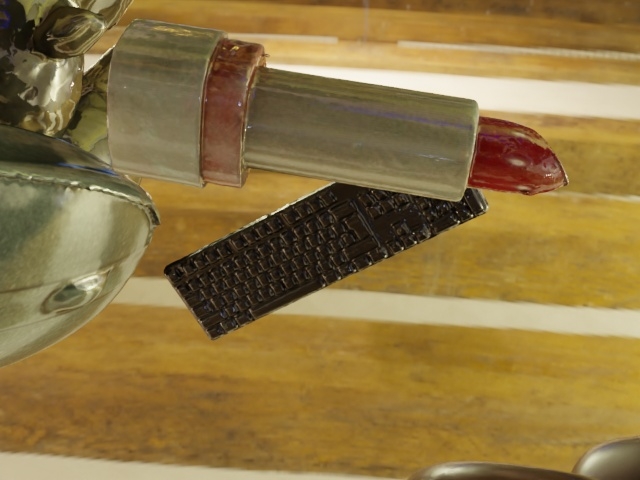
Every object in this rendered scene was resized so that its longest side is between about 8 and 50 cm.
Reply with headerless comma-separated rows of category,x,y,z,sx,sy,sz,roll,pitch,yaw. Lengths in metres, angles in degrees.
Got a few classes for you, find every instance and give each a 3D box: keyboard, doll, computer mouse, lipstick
keyboard,0.000,0.000,0.589,0.204,0.061,0.013,-26,-160,18
doll,-0.275,-0.225,0.927,0.252,0.378,0.382,20,-112,4
computer mouse,-0.270,0.013,0.606,0.374,0.203,0.114,7,-145,-36
lipstick,0.010,-0.046,0.392,0.186,0.063,0.057,10,-142,3

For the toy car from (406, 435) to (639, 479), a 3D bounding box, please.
toy car,0.187,0.225,0.601,0.341,0.240,0.271,31,154,-22
